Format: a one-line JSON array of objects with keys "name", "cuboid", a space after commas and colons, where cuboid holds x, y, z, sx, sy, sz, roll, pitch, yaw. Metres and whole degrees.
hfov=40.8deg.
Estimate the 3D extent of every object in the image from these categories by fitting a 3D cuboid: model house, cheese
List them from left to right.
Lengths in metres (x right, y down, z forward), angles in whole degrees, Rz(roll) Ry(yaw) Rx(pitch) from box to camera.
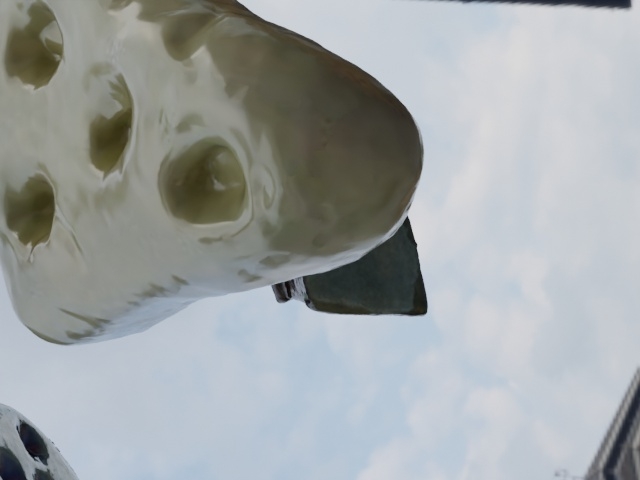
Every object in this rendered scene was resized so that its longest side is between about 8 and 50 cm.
[{"name": "cheese", "cuboid": [-0.115, -0.114, 0.552, 0.129, 0.351, 0.328, -13, -95, -47]}, {"name": "model house", "cuboid": [-0.002, -0.007, 0.744, 0.106, 0.152, 0.165, -15, -83, -22]}]

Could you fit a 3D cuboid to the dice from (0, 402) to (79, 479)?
[{"name": "dice", "cuboid": [-0.429, 0.367, 1.001, 0.264, 0.268, 0.262, 59, 177, -8]}]
